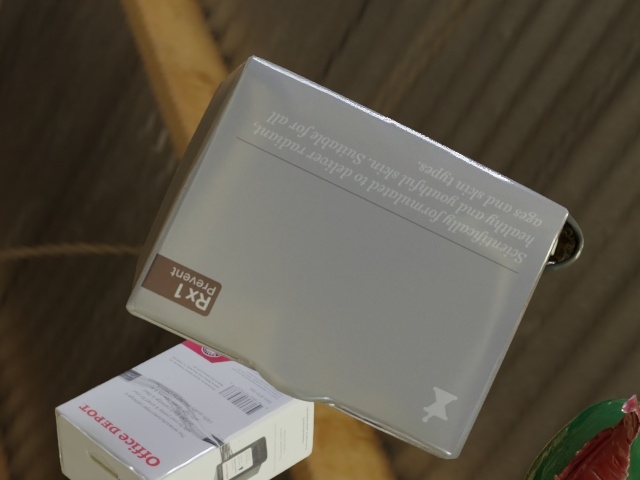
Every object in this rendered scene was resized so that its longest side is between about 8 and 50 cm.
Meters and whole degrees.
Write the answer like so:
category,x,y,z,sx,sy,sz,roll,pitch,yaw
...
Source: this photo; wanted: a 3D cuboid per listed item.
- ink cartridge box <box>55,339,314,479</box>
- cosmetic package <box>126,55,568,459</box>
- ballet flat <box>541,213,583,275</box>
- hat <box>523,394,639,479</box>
category,x,y,z,sx,sy,sz,roll,pitch,yaw
ink cartridge box,-0.096,0.135,1.242,0.109,0.150,0.063,31,-47,36
cosmetic package,0.000,0.000,0.688,0.107,0.127,0.238,-65,-172,-2
ballet flat,0.086,-0.030,1.330,0.096,0.280,0.095,16,-86,59
hat,0.150,0.103,0.988,0.208,0.183,0.173,0,-144,43
